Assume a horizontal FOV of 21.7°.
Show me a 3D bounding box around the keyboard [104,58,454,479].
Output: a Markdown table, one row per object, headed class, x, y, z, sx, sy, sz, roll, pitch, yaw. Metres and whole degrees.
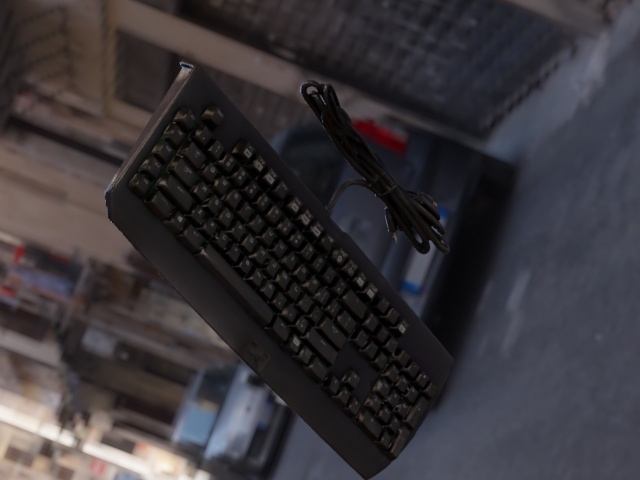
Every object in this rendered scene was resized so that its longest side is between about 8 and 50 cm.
| class | x | y | z | sx | sy | sz | roll | pitch | yaw |
| --- | --- | --- | --- | --- | --- | --- | --- | --- | --- |
| keyboard | 0.000 | 0.000 | 1.110 | 0.033 | 0.317 | 0.201 | 0 | 52 | 43 |
